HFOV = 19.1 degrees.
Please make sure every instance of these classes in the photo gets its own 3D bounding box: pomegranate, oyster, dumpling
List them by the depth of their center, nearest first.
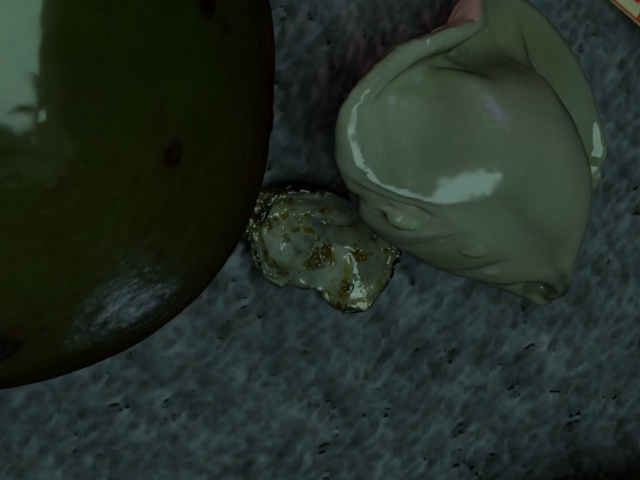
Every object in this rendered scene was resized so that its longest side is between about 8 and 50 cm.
[{"bbox_3d":[-0.177,-0.085,0.659,0.323,0.291,0.291,1,102,-11],"label":"pomegranate"},{"bbox_3d":[0.074,-0.053,0.848,0.169,0.100,0.134,23,78,-25],"label":"dumpling"},{"bbox_3d":[-0.003,-0.001,0.872,0.083,0.019,0.054,24,95,-25],"label":"oyster"}]

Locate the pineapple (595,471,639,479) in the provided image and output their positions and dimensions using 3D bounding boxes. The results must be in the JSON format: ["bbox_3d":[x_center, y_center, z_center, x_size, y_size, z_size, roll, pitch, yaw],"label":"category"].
[{"bbox_3d":[0.195,0.147,0.927,0.248,0.128,0.128,-27,110,-17],"label":"pineapple"}]

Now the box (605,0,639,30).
[{"bbox_3d":[0.174,-0.143,0.906,0.058,0.015,0.093,35,88,-22],"label":"box"}]
